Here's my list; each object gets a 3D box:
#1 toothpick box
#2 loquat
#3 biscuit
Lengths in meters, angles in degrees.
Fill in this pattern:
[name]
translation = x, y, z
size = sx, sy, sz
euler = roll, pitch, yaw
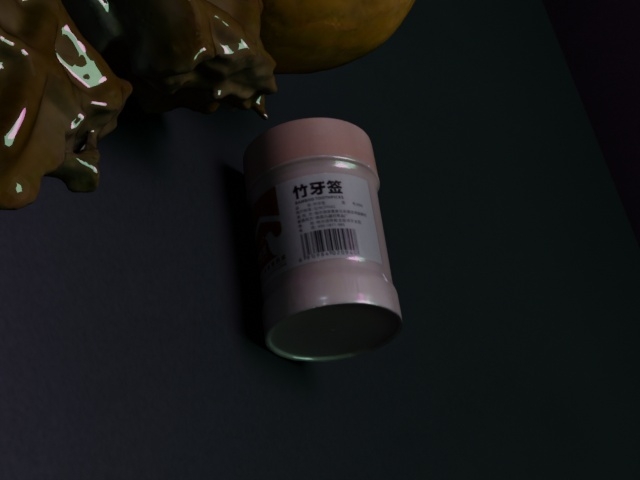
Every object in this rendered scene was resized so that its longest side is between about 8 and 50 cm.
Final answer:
[toothpick box]
translation = 0.000, 0.000, 0.888
size = 0.098, 0.098, 0.149
euler = 34, 40, -52
[loquat]
translation = -0.023, -0.219, 0.905
size = 0.208, 0.208, 0.208
euler = 47, 31, -39
[biscuit]
translation = -0.158, -0.147, 0.666
size = 0.268, 0.115, 0.366
euler = 63, 23, -7
